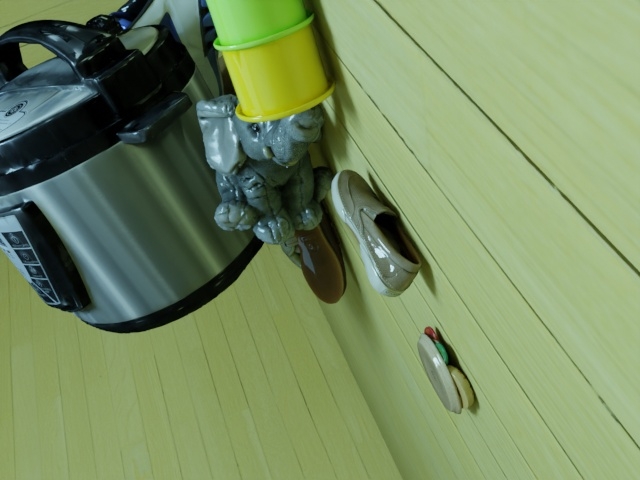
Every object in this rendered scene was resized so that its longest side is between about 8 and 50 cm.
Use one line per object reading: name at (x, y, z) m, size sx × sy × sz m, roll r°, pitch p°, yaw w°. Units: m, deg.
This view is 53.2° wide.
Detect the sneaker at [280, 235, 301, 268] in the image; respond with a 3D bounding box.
sneaker at (-0.043, -0.039, 1.160) m, size 0.111 × 0.103 × 0.252 m, roll 56°, pitch 175°, yaw 40°

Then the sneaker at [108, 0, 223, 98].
sneaker at (-0.267, -0.327, 1.101) m, size 0.127 × 0.182 × 0.315 m, roll -124°, pitch 34°, yaw -47°

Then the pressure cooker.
pressure cooker at (-0.313, -0.121, 0.944) m, size 0.375 × 0.370 × 0.420 m, roll -99°, pitch -15°, yaw -56°

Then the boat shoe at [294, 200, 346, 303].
boat shoe at (0.000, 0.000, 1.043) m, size 0.073 × 0.073 × 0.206 m, roll -45°, pitch -58°, yaw -54°

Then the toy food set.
toy food set at (0.114, 0.122, 0.598) m, size 0.083 × 0.020 × 0.082 m, roll 78°, pitch 168°, yaw -67°

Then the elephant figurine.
elephant figurine at (-0.058, -0.125, 0.743) m, size 0.239 × 0.186 × 0.169 m, roll 90°, pitch -158°, yaw -51°

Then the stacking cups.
stacking cups at (-0.076, -0.251, 0.492) m, size 0.096 × 0.096 × 0.316 m, roll -121°, pitch 9°, yaw -58°

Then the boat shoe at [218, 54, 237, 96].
boat shoe at (-0.152, -0.269, 1.234) m, size 0.096 × 0.098 × 0.277 m, roll 36°, pitch -158°, yaw -41°

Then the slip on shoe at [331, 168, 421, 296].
slip on shoe at (0.050, -0.016, 0.563) m, size 0.041 × 0.052 × 0.135 m, roll -51°, pitch 43°, yaw 39°
